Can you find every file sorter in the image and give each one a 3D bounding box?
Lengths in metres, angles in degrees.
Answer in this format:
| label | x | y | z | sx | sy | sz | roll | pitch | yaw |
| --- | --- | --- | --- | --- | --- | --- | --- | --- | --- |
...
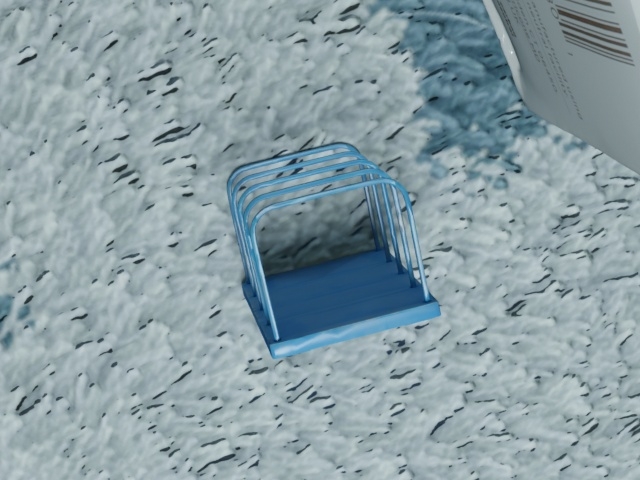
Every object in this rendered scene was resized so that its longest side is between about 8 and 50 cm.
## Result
| label | x | y | z | sx | sy | sz | roll | pitch | yaw |
| --- | --- | --- | --- | --- | --- | --- | --- | --- | --- |
| file sorter | 0.000 | 0.000 | 0.947 | 0.118 | 0.170 | 0.105 | -15 | 105 | -7 |

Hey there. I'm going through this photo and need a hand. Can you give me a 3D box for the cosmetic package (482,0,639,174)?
| label | x | y | z | sx | sy | sz | roll | pitch | yaw |
| --- | --- | --- | --- | --- | --- | --- | --- | --- | --- |
| cosmetic package | 0.298 | -0.276 | 0.845 | 0.393 | 0.327 | 0.329 | -26 | 109 | -2 |
